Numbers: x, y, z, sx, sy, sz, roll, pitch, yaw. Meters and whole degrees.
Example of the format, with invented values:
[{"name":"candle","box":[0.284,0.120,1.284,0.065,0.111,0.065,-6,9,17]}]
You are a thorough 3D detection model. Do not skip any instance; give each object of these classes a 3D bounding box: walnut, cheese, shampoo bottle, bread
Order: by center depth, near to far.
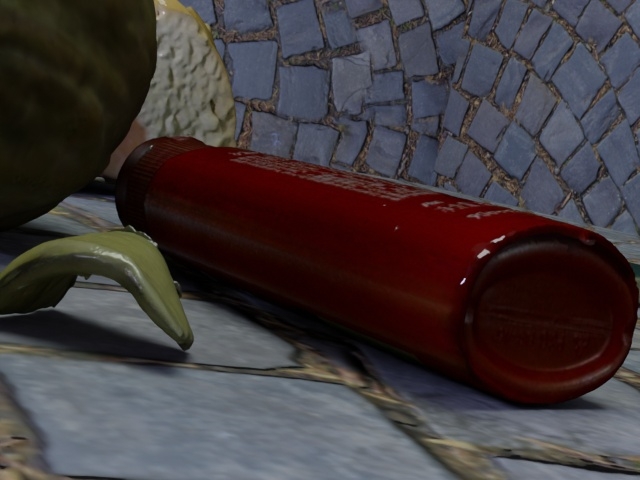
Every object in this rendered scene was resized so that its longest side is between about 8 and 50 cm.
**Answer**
[{"name":"cheese","box":[-0.078,0.016,0.408,0.084,0.041,0.060,12,3,18]},{"name":"shampoo bottle","box":[0.000,0.001,0.550,0.118,0.076,0.314,5,8,-40]},{"name":"walnut","box":[-0.215,-0.118,0.569,0.283,0.227,0.283,34,32,-25]},{"name":"bread","box":[-0.189,-0.150,0.995,0.184,0.211,0.224,-1,17,-34]}]

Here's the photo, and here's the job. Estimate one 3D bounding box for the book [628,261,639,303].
[{"name":"book","box":[0.160,0.005,1.074,0.379,0.031,0.264,16,8,40]}]
